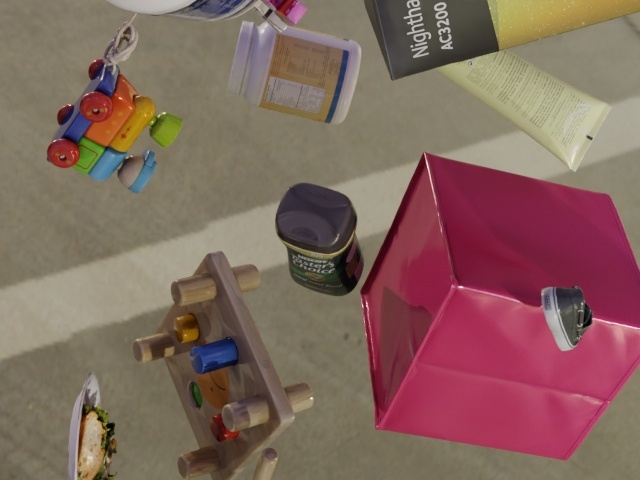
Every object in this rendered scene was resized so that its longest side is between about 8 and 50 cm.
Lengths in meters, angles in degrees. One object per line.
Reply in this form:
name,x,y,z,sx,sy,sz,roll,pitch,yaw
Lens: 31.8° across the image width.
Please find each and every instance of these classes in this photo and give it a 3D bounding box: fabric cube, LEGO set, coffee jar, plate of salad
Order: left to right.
plate of salad,-0.279,0.263,1.397,0.048,0.200,0.200,0,51,-3
LEGO set,-0.045,-0.285,1.183,0.093,0.227,0.087,39,92,-10
coffee jar,0.000,0.000,1.378,0.096,0.184,0.079,17,69,13
fabric cube,0.216,0.085,1.382,0.258,0.259,0.254,11,40,-14

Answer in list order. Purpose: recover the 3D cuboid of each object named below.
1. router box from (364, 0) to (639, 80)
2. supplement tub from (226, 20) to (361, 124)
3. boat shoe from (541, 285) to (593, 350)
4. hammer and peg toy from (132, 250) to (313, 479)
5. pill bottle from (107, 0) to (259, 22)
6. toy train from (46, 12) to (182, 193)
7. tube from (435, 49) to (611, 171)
router box,0.119,-0.248,0.561,0.243,0.309,0.081,-16,48,3
supplement tub,-0.045,-0.279,1.849,0.199,0.144,0.144,13,50,-7
boat shoe,0.251,0.078,1.118,0.040,0.142,0.049,-11,70,17
hammer and peg toy,-0.112,0.222,1.508,0.127,0.266,0.361,-12,65,-33
pill bottle,-0.087,-0.175,0.641,0.094,0.094,0.169,28,14,7
toy train,-0.239,-0.174,1.458,0.143,0.248,0.105,29,32,-23
tube,0.219,-0.180,1.307,0.240,0.070,0.062,31,33,-6
